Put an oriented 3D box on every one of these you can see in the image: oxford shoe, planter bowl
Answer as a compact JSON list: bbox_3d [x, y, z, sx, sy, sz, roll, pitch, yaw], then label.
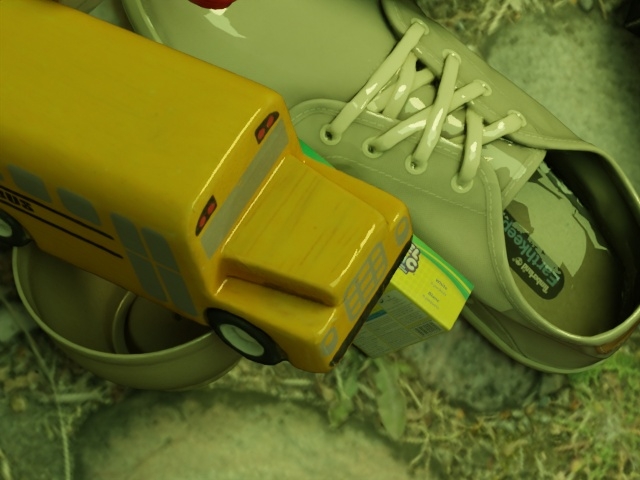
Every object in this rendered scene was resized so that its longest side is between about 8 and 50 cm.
[{"bbox_3d":[0.060,-0.079,1.290,0.449,0.130,0.169,41,71,-13],"label":"oxford shoe"},{"bbox_3d":[-0.095,0.027,1.196,0.162,0.109,0.162,-5,56,8],"label":"planter bowl"}]

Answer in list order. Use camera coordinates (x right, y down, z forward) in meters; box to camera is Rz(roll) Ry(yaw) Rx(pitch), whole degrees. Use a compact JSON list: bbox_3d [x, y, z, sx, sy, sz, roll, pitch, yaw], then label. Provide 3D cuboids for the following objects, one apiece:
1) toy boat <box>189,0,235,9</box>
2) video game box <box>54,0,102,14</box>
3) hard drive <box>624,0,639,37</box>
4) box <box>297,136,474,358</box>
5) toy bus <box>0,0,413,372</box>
[{"bbox_3d":[0.024,-0.246,1.211,0.267,0.148,0.318,40,38,7],"label":"toy boat"},{"bbox_3d":[-0.178,-0.221,1.158,0.048,0.205,0.187,-23,92,-21],"label":"video game box"},{"bbox_3d":[0.390,-0.256,1.499,0.237,0.064,0.339,29,71,-19],"label":"hard drive"},{"bbox_3d":[0.000,0.000,1.262,0.179,0.105,0.043,38,62,-15],"label":"box"},{"bbox_3d":[-0.117,-0.049,1.104,0.332,0.130,0.108,24,65,23],"label":"toy bus"}]
